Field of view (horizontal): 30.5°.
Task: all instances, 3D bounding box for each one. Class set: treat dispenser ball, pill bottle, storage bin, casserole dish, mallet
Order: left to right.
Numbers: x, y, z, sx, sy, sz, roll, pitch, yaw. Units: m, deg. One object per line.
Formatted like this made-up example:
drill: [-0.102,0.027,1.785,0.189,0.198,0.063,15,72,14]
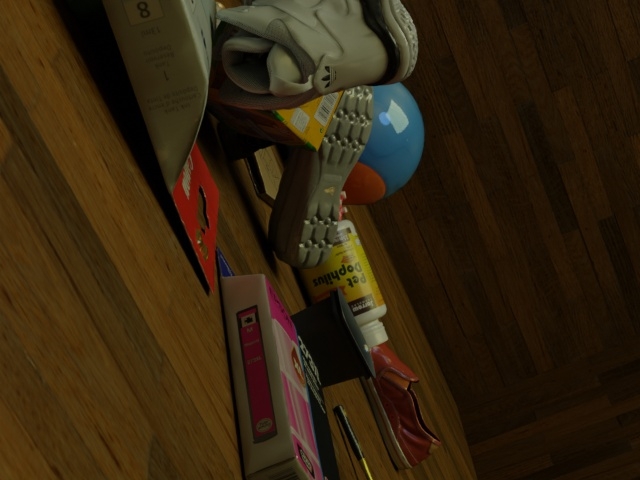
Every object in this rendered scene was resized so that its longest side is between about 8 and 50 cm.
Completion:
casserole dish: [-0.253,-0.294,1.283,0.188,0.037,0.114,-41,110,-83]
storage bin: [0.011,0.145,1.702,0.098,0.091,0.135,-100,167,-59]
pill bottle: [0.036,0.082,1.963,0.117,0.117,0.215,-2,70,-82]
treat dispenser ball: [0.068,-0.214,2.394,0.288,0.288,0.288,-22,90,-83]
mallet: [0.066,0.339,1.776,0.189,0.039,0.062,67,6,24]

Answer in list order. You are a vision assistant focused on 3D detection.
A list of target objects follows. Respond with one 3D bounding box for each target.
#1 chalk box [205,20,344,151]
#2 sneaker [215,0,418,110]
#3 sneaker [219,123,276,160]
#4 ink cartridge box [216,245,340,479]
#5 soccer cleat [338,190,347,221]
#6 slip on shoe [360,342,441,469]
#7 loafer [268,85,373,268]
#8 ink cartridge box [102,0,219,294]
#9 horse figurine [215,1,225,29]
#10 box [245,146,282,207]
chalk box: [-0.091,-0.228,1.669,0.132,0.213,0.132,40,70,-54]
sneaker: [-0.066,-0.281,1.460,0.366,0.210,0.137,40,-39,39]
sneaker: [-0.074,-0.205,1.845,0.227,0.130,0.087,-74,146,-64]
ink cartridge box: [-0.046,0.171,1.345,0.371,0.069,0.175,-107,171,-51]
soccer cleat: [0.000,0.000,2.150,0.083,0.095,0.248,52,32,-53]
slip on shoe: [0.133,0.263,2.217,0.123,0.101,0.331,28,39,-76]
loafer: [-0.009,-0.117,1.759,0.112,0.319,0.111,11,11,-43]
ink cartridge box: [-0.145,-0.175,1.360,0.308,0.091,0.385,-98,171,-65]
horse figurine: [-0.174,-0.333,1.870,0.263,0.066,0.174,28,46,-75]
box: [-0.099,-0.131,1.994,0.201,0.021,0.164,43,26,-75]
